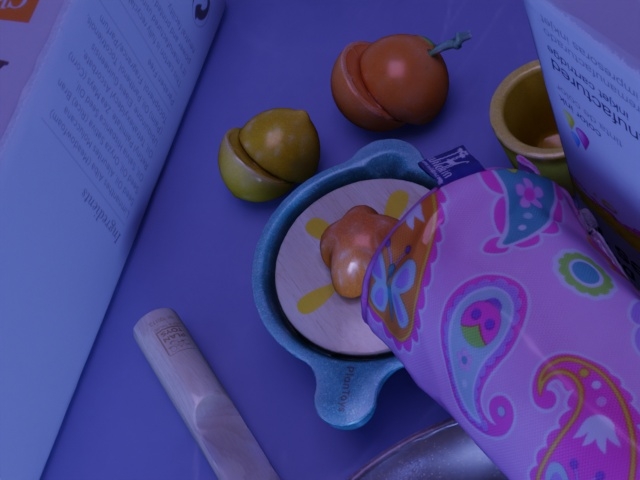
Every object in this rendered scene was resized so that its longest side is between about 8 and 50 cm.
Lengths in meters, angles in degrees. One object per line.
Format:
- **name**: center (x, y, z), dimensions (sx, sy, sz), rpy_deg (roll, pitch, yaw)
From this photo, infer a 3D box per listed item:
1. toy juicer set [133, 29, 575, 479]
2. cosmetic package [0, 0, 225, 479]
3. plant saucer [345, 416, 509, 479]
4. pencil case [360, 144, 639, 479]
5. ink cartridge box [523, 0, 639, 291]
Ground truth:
- **toy juicer set**: center (0.000, 0.000, 0.778), dimensions (0.209, 0.089, 0.329), rpy_deg (30, 73, 28)
- **cosmetic package**: center (-0.248, -0.022, 0.821), dimensions (0.230, 0.161, 0.453), rpy_deg (7, 64, 21)
- **plant saucer**: center (0.111, 0.225, 0.638), dimensions (0.311, 0.050, 0.310), rpy_deg (-7, 58, 12)
- **pencil case**: center (0.135, 0.084, 0.611), dimensions (0.124, 0.124, 0.284), rpy_deg (-35, 58, -6)
- **ink cartridge box**: center (0.213, -0.016, 0.614), dimensions (0.117, 0.278, 0.201), rpy_deg (-40, 58, -5)
